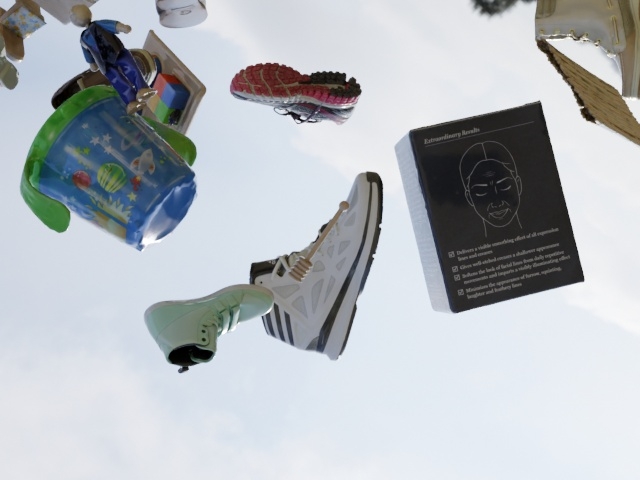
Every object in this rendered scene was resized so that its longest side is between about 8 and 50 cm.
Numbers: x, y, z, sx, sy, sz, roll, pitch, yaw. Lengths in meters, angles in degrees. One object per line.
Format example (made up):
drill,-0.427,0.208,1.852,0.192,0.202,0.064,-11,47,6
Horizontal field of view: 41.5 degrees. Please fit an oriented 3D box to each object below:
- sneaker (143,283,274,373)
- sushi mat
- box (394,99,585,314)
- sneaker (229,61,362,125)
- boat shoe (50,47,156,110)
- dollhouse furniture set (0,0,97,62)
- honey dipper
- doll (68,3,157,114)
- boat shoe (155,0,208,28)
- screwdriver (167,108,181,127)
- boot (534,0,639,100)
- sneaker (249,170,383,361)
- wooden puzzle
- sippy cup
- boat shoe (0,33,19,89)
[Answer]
sneaker,-0.189,0.170,1.587,0.256,0.094,0.151,-11,-140,-22
sushi mat,0.426,-0.208,1.276,0.316,0.019,0.151,8,-127,-52
box,0.356,-0.066,1.831,0.212,0.294,0.395,154,103,-85
sneaker,-0.059,-0.319,1.915,0.299,0.112,0.121,6,-133,-15
boat shoe,-0.441,-0.308,1.696,0.095,0.257,0.095,-43,-69,-52
dollhouse furniture set,-0.608,-0.549,1.675,0.394,0.362,0.256,36,-151,-52
honey dipper,0.000,0.000,1.442,0.030,0.160,0.030,34,-170,-7
doll,-0.336,-0.301,1.354,0.189,0.129,0.046,54,-137,1
boat shoe,-0.198,-0.349,1.177,0.207,0.073,0.073,179,79,-82
screwdriver,-0.362,-0.272,2.022,0.025,0.024,0.170,9,-145,-1
boot,0.519,-0.389,1.627,0.095,0.203,0.262,1,-95,-68
sneaker,-0.020,0.039,1.900,0.257,0.447,0.169,15,-170,-4
wooden puzzle,-0.449,-0.340,2.205,0.080,0.322,0.348,3,-144,-41
sippy cup,-0.339,-0.108,1.439,0.224,0.305,0.240,37,162,13
boat shoe,-0.480,-0.268,1.222,0.043,0.049,0.137,24,159,10
